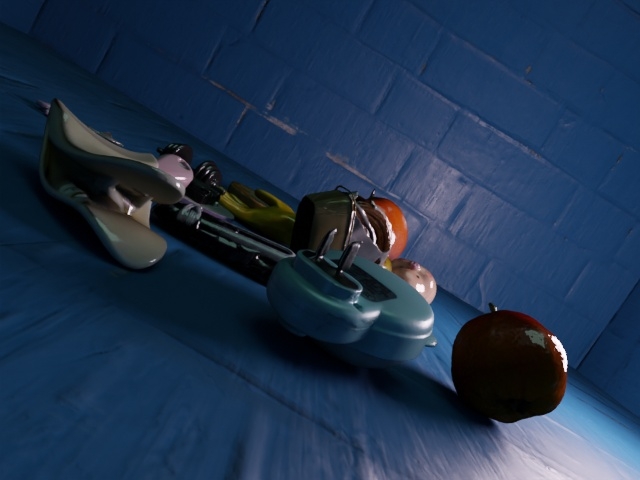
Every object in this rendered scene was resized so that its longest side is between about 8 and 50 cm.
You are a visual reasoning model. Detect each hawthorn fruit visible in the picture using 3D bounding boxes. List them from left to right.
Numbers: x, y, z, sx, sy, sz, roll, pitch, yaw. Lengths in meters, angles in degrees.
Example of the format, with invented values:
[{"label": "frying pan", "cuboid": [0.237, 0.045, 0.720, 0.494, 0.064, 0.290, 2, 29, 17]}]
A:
[{"label": "hawthorn fruit", "cuboid": [0.319, 0.195, 0.870, 0.196, 0.196, 0.225, 30, 36, -17]}]

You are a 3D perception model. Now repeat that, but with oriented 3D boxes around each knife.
[{"label": "knife", "cuboid": [-0.300, -0.087, 0.806, 0.081, 0.043, 0.336, 48, 21, -3]}]

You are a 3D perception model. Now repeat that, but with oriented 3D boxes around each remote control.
[{"label": "remote control", "cuboid": [-0.153, -0.004, 0.838, 0.266, 0.066, 0.090, 31, 3, -13]}]

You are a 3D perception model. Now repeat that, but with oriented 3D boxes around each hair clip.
[{"label": "hair clip", "cuboid": [-0.267, -0.069, 0.657, 0.282, 0.113, 0.172, 33, 1, 44]}]

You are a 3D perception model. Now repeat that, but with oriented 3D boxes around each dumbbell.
[{"label": "dumbbell", "cuboid": [-0.310, -0.166, 1.190, 0.208, 0.099, 0.099, 33, 7, 13]}]

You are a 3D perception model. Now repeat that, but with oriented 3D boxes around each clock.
[{"label": "clock", "cuboid": [-0.268, -0.096, 1.016, 0.198, 0.064, 0.172, 32, 5, 8]}]

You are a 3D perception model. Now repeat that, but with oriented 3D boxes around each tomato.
[{"label": "tomato", "cuboid": [0.143, -0.020, 1.535, 0.224, 0.255, 0.256, 66, 16, 13]}]

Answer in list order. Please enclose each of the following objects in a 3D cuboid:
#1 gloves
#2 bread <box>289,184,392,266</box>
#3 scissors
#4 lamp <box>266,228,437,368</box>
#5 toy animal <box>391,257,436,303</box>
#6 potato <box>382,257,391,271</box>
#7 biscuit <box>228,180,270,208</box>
[{"label": "gloves", "cuboid": [-0.148, -0.068, 1.267, 0.294, 0.116, 0.133, 26, -2, 10]}, {"label": "bread", "cuboid": [0.047, -0.006, 1.090, 0.211, 0.224, 0.142, 3, 19, -26]}, {"label": "scissors", "cuboid": [-0.555, -0.269, 1.175, 0.110, 0.021, 0.212, 39, 10, 35]}, {"label": "lamp", "cuboid": [0.042, 0.087, 0.690, 0.209, 0.147, 0.284, 34, -2, 34]}, {"label": "toy animal", "cuboid": [0.259, 0.128, 1.453, 0.165, 0.149, 0.248, 20, 8, 28]}, {"label": "potato", "cuboid": [0.117, 0.068, 1.317, 0.137, 0.137, 0.176, 29, 4, -22]}, {"label": "biscuit", "cuboid": [-0.199, -0.116, 1.593, 0.204, 0.040, 0.309, 26, 8, -42]}]
